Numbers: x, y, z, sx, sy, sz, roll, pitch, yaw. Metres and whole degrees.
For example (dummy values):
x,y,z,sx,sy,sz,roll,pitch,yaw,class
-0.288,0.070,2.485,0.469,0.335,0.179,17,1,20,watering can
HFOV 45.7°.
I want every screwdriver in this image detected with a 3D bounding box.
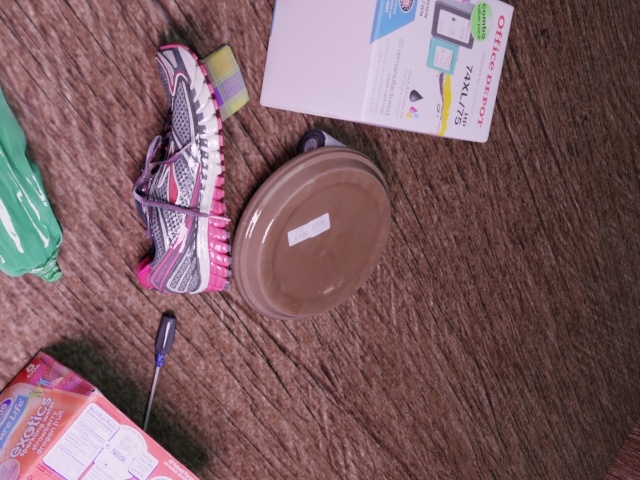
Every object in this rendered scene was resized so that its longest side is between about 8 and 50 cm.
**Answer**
x,y,z,sx,sy,sz,roll,pitch,yaw,class
-0.213,0.178,0.992,0.024,0.025,0.170,5,98,-45,screwdriver

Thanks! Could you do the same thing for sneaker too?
x,y,z,sx,sy,sz,roll,pitch,yaw,class
-0.169,-0.080,0.896,0.112,0.121,0.299,-4,99,-12,sneaker

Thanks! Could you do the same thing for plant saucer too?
x,y,z,sx,sy,sz,roll,pitch,yaw,class
0.000,0.000,1.092,0.277,0.041,0.278,-20,127,-29,plant saucer

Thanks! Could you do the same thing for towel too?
x,y,z,sx,sy,sz,roll,pitch,yaw,class
-0.124,-0.202,0.969,0.060,0.009,0.083,-44,130,-27,towel

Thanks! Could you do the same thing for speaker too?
x,y,z,sx,sy,sz,roll,pitch,yaw,class
0.029,-0.113,1.116,0.136,0.055,0.055,24,86,-46,speaker

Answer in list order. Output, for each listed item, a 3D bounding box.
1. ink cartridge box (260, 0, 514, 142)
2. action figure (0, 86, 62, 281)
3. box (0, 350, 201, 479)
x,y,z,sx,sy,sz,roll,pitch,yaw,class
0.093,-0.253,1.031,0.270,0.197,0.198,0,103,-45,ink cartridge box
-0.332,-0.046,0.775,0.137,0.063,0.232,-43,125,-29,action figure
-0.257,0.287,0.898,0.154,0.142,0.300,-52,133,-20,box
